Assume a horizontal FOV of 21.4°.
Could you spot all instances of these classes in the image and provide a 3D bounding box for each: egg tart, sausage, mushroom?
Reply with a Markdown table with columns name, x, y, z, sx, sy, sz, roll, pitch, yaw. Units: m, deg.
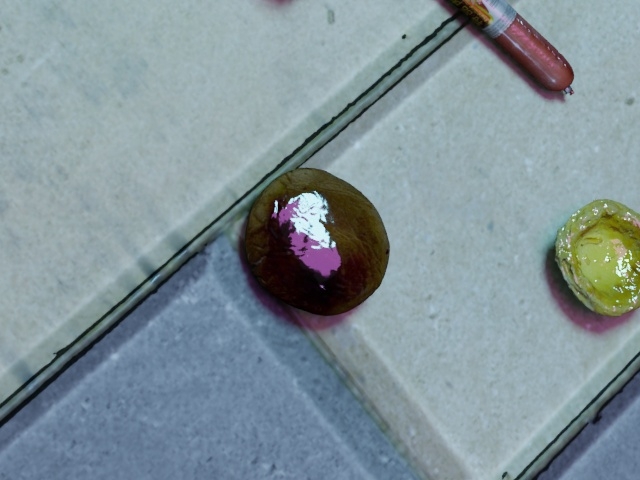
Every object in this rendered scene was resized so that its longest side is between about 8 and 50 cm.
| name | x | y | z | sx | sy | sz | roll | pitch | yaw |
| --- | --- | --- | --- | --- | --- | --- | --- | --- | --- |
| egg tart | 0.243 | 0.016 | 1.463 | 0.105 | 0.039 | 0.105 | 3 | 83 | -22 |
| sausage | 0.128 | -0.209 | 1.446 | 0.253 | 0.034 | 0.034 | 40 | 71 | -12 |
| mushroom | 0.000 | 0.000 | 1.361 | 0.123 | 0.052 | 0.123 | 5 | 78 | -23 |
